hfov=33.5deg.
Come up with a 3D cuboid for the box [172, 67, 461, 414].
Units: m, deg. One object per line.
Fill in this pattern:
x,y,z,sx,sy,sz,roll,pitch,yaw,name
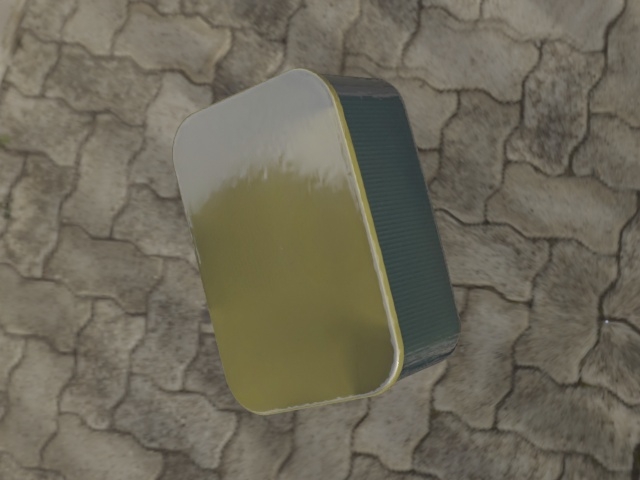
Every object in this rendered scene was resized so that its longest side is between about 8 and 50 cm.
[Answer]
0.000,0.000,0.682,0.144,0.090,0.201,-19,84,39,box
